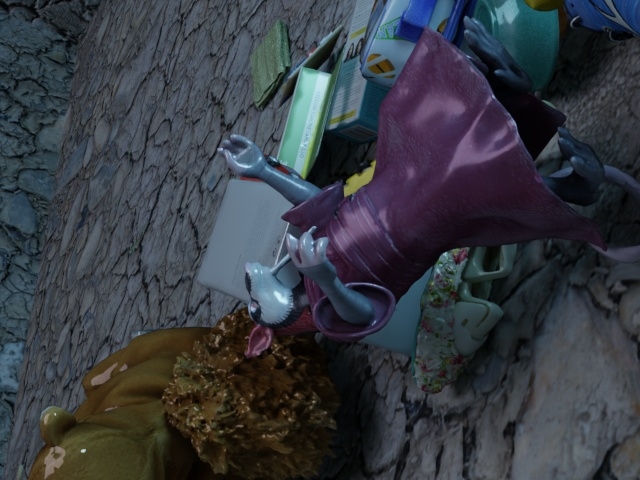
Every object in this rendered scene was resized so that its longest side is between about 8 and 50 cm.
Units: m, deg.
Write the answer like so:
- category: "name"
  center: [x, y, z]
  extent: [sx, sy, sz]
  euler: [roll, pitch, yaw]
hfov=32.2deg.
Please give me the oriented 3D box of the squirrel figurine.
- category: "squirrel figurine"
  center: [-0.172, 0.219, 1.310]
  extent: [0.397, 0.370, 0.281]
  euler: [-33, 82, 18]

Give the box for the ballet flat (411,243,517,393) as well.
- category: "ballet flat"
  center: [0.152, 0.041, 1.120]
  extent: [0.077, 0.091, 0.240]
  euler: [9, 84, 40]

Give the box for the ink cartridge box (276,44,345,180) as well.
- category: "ink cartridge box"
  center: [-0.022, -0.166, 1.576]
  extent: [0.235, 0.056, 0.171]
  euler: [111, 173, -76]

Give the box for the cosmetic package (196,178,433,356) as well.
- category: "cosmetic package"
  center: [0.013, 0.029, 1.236]
  extent: [0.225, 0.224, 0.138]
  euler: [9, 81, 65]

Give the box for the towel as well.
- category: "towel"
  center: [-0.090, -0.312, 1.951]
  extent: [0.110, 0.027, 0.148]
  euler: [-49, 32, 38]

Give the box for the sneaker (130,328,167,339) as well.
- category: "sneaker"
  center: [-0.227, 0.205, 1.799]
  extent: [0.297, 0.111, 0.129]
  euler: [166, 105, -66]

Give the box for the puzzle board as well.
- category: "puzzle board"
  center: [-0.018, -0.264, 1.677]
  extent: [0.128, 0.011, 0.096]
  euler: [-48, -4, -23]

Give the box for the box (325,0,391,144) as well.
- category: "box"
  center: [0.079, -0.259, 1.512]
  extent: [0.100, 0.060, 0.244]
  euler: [-10, 63, 63]

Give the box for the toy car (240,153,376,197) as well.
- category: "toy car"
  center: [0.000, 0.000, 1.444]
  extent: [0.239, 0.053, 0.224]
  euler: [5, 93, 33]

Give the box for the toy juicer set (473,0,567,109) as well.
- category: "toy juicer set"
  center: [0.212, -0.212, 1.086]
  extent: [0.209, 0.090, 0.328]
  euler: [-153, 56, -78]

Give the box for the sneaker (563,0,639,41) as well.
- category: "sneaker"
  center: [0.267, -0.198, 0.833]
  extent: [0.147, 0.130, 0.330]
  euler: [95, 153, -60]

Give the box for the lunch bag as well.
- category: "lunch bag"
  center: [0.135, -0.305, 1.291]
  extent: [0.243, 0.115, 0.303]
  euler: [-88, 17, -83]

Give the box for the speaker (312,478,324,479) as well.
- category: "speaker"
  center: [-0.023, 0.344, 1.286]
  extent: [0.136, 0.055, 0.055]
  euler: [-60, 26, 22]

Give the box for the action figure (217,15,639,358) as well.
- category: "action figure"
  center: [0.068, -0.013, 1.016]
  extent: [0.370, 0.276, 0.248]
  euler: [-45, 34, 25]
